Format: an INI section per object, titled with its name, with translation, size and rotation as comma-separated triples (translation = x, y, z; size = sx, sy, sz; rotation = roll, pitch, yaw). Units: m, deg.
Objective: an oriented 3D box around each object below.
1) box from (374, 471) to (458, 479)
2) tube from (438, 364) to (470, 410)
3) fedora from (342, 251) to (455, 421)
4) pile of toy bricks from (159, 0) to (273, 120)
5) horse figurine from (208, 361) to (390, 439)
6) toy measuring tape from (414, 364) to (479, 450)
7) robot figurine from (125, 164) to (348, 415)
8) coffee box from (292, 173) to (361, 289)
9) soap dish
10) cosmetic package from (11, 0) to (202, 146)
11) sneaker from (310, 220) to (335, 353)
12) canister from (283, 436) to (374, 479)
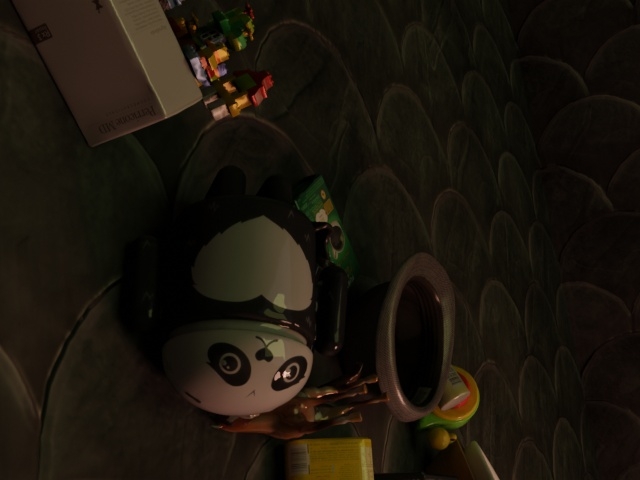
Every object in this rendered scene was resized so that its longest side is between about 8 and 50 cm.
[box]
translation = 0.105, 0.467, 1.035
size = 0.143, 0.165, 0.270
rotation = 31, 52, -54
[tube]
translation = 0.181, 0.192, 1.352
size = 0.240, 0.062, 0.070
rotation = 59, -22, 25
[fedora]
translation = 0.121, 0.161, 1.235
size = 0.244, 0.124, 0.275
rotation = 35, 58, -48
[pile of toy bricks]
translation = -0.123, -0.245, 0.879
size = 0.212, 0.105, 0.118
rotation = 54, -13, 43
[horse figurine]
translation = -0.011, 0.214, 0.968
size = 0.263, 0.175, 0.066
rotation = 5, 70, -74
[toy measuring tape]
translation = 0.246, 0.243, 1.430
size = 0.121, 0.122, 0.330
rotation = 47, 40, -43
[robot figurine]
translation = -0.088, 0.056, 0.845
size = 0.173, 0.209, 0.278
rotation = 53, 34, -60
[coffee box]
translation = 0.000, 0.000, 1.174
size = 0.184, 0.041, 0.113
rotation = 66, 30, -19
[soap dish]
translation = 0.300, 0.528, 1.327
size = 0.228, 0.118, 0.290
rotation = 58, 8, -32
[cosmetic package]
translation = -0.231, -0.225, 0.769
size = 0.231, 0.117, 0.085
rotation = 66, 30, -17
[sneaker]
translation = -0.021, 0.080, 1.048
size = 0.081, 0.091, 0.232
rotation = 27, 55, -55
[canister]
translation = 0.014, 0.348, 0.971
size = 0.073, 0.126, 0.169
rotation = 113, -25, -67
